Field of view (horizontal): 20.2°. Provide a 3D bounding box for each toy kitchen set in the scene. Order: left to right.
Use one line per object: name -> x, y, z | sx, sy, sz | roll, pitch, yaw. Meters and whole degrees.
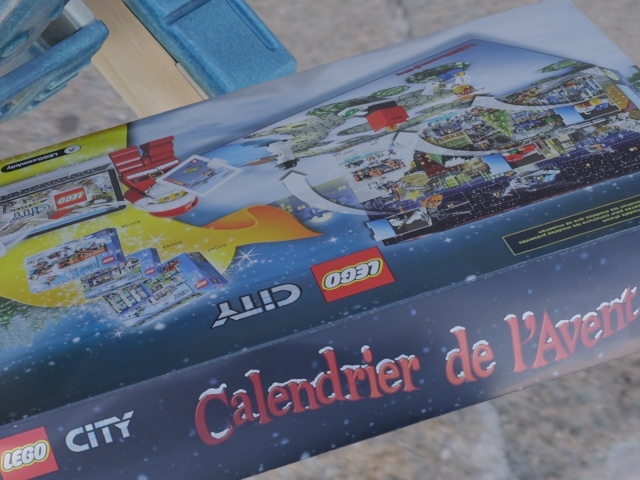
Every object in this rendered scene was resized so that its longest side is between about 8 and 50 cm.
toy kitchen set -> -0.071, -0.090, 0.633 | 0.122, 0.166, 0.207 | 49, 40, -2

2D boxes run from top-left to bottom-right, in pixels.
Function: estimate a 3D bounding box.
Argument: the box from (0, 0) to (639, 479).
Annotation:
box -> 0.000, 0.000, 0.567 | 0.233, 0.159, 0.044 | -17, 122, -6
